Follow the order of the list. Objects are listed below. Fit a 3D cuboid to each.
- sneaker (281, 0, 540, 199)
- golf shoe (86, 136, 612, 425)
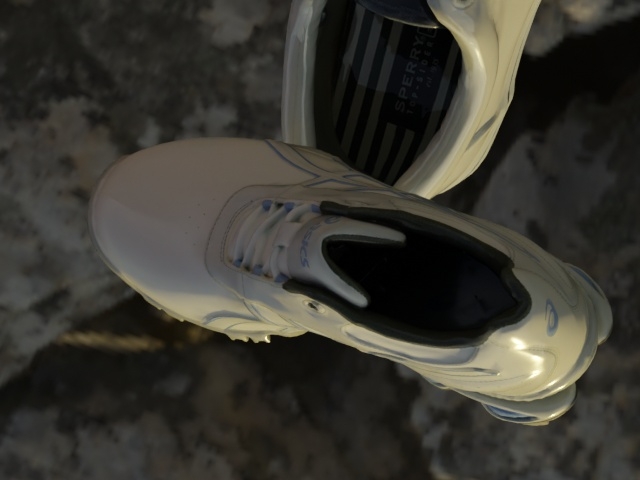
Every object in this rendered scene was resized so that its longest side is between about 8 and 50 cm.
[{"bbox_3d":[0.043,-0.111,0.603,0.094,0.091,0.258,14,125,11],"label":"sneaker"},{"bbox_3d":[0.000,0.000,0.571,0.176,0.069,0.086,15,171,20],"label":"golf shoe"}]
